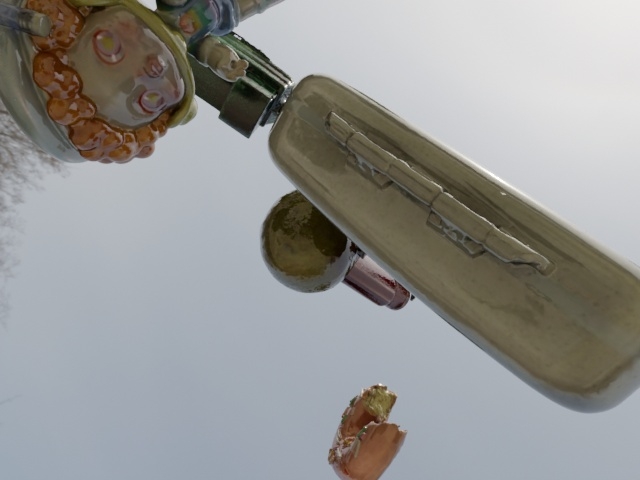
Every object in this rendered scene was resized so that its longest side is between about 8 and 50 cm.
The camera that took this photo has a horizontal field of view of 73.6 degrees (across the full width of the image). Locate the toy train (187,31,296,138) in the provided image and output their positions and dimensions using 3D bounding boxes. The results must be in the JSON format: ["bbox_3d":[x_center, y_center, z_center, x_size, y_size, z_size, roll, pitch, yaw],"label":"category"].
[{"bbox_3d":[-0.218,-0.371,0.954,0.138,0.330,0.178,-50,-167,36],"label":"toy train"}]

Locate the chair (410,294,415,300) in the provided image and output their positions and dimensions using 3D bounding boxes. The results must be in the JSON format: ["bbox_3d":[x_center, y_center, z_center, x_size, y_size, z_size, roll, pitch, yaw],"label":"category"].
[{"bbox_3d":[0.313,0.067,0.907,0.259,0.141,0.155,6,-100,27],"label":"chair"}]

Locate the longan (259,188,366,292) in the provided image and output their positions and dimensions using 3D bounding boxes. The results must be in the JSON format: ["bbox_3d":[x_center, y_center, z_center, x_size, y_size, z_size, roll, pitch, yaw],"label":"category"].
[{"bbox_3d":[0.000,0.000,0.588,0.176,0.145,0.155,11,-116,23],"label":"longan"}]

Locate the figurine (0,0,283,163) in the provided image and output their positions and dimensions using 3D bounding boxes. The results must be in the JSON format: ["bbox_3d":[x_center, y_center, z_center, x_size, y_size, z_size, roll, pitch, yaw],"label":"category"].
[{"bbox_3d":[-0.208,-0.252,0.553,0.381,0.225,0.205,-29,-129,-18],"label":"figurine"}]

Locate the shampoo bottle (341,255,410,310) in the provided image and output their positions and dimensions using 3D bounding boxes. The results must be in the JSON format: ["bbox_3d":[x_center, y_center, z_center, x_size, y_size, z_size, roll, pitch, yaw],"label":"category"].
[{"bbox_3d":[0.071,0.053,0.783,0.064,0.260,0.102,-41,-141,18],"label":"shampoo bottle"}]

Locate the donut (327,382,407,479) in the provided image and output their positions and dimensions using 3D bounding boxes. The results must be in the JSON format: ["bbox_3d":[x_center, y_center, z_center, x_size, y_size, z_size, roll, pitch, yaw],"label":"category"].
[{"bbox_3d":[0.090,0.416,0.908,0.085,0.233,0.199,36,-85,-2],"label":"donut"}]

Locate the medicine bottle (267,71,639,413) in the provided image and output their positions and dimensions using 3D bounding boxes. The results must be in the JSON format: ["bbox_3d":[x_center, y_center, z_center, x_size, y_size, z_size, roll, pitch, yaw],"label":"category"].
[{"bbox_3d":[0.126,-0.014,0.421,0.375,0.282,0.123,41,-73,28],"label":"medicine bottle"}]
